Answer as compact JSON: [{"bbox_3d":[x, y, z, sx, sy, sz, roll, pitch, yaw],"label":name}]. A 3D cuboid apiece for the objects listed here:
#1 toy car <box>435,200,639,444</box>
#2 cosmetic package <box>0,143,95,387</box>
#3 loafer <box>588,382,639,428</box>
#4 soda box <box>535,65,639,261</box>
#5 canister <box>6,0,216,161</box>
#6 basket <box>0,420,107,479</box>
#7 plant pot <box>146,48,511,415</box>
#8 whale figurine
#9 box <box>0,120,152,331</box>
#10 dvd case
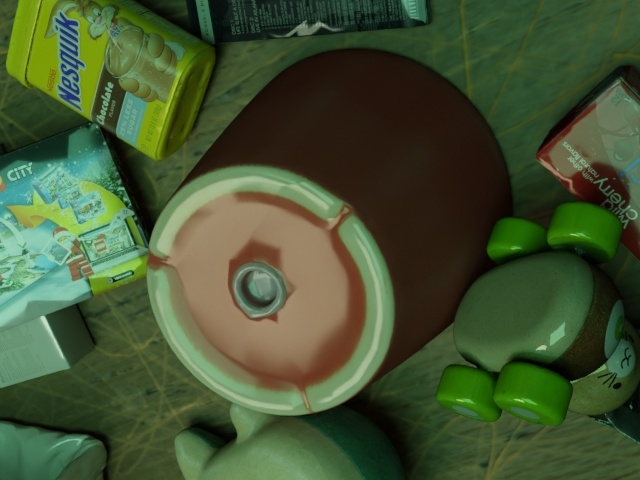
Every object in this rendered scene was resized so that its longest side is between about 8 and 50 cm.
[{"bbox_3d":[0.208,0.085,0.781,0.188,0.155,0.149,28,162,-20],"label":"toy car"},{"bbox_3d":[-0.334,0.028,1.075,0.098,0.060,0.239,-17,102,22],"label":"cosmetic package"},{"bbox_3d":[0.248,0.117,0.882,0.220,0.078,0.080,24,85,0],"label":"loafer"},{"bbox_3d":[0.294,-0.012,0.802,0.263,0.083,0.092,46,118,1],"label":"soda box"},{"bbox_3d":[-0.190,-0.163,0.934,0.169,0.073,0.126,31,125,9],"label":"canister"},{"bbox_3d":[-0.434,0.377,1.096,0.331,0.328,0.267,6,113,19],"label":"basket"},{"bbox_3d":[0.000,0.000,0.832,0.274,0.243,0.275,8,112,20],"label":"plant pot"},{"bbox_3d":[-0.029,0.235,1.013,0.272,0.141,0.216,-3,110,48],"label":"whale figurine"},{"bbox_3d":[-0.292,-0.005,1.002,0.233,0.044,0.159,-20,101,0],"label":"box"},{"bbox_3d":[-0.022,-0.256,0.872,0.221,0.018,0.165,-1,110,21],"label":"dvd case"}]
